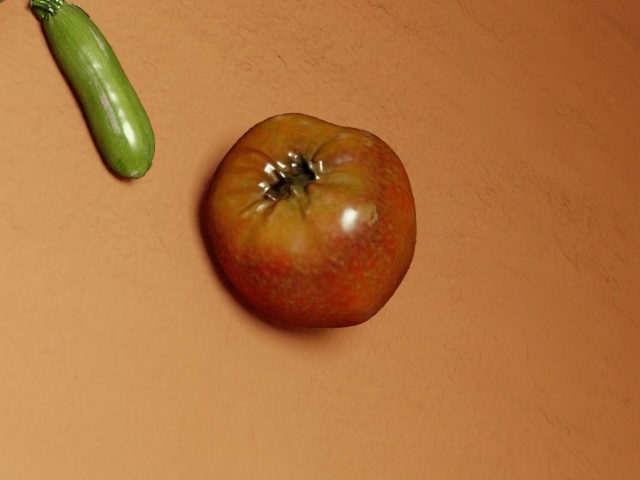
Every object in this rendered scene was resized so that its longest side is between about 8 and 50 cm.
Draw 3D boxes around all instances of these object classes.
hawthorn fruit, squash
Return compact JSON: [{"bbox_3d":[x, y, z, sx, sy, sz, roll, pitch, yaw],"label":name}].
[{"bbox_3d":[0.000,0.000,1.255,0.225,0.196,0.197,65,22,-51],"label":"hawthorn fruit"},{"bbox_3d":[-0.192,-0.137,1.168,0.052,0.052,0.183,-25,87,-57],"label":"squash"}]

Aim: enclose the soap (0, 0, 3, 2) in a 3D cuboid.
[{"bbox_3d":[-0.265,-0.207,0.938,0.135,0.233,0.076,1,73,-55],"label":"soap"}]
